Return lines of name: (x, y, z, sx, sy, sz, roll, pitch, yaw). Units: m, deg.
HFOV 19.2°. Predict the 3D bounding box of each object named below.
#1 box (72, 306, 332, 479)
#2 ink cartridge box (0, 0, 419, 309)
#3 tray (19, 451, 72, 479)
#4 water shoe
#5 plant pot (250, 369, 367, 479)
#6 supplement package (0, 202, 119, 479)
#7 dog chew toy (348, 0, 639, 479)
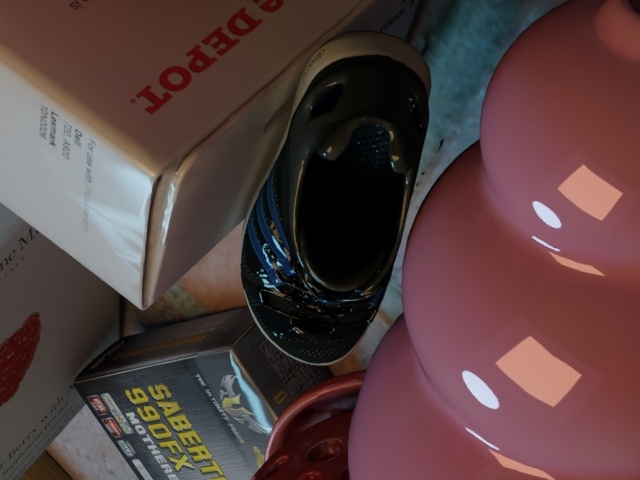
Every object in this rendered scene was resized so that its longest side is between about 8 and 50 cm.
box: (-0.036, 0.157, 1.235, 0.183, 0.056, 0.231, -14, 114, 49)
ink cartridge box: (-0.118, -0.130, 0.904, 0.278, 0.201, 0.117, 36, 147, 15)
tray: (-0.366, 0.137, 1.581, 0.411, 0.076, 0.203, 47, 147, -1)
water shoe: (0.000, 0.000, 0.842, 0.073, 0.080, 0.203, 9, 136, -1)
plant pot: (0.038, 0.180, 1.049, 0.191, 0.174, 0.191, 9, 126, 13)
supplement package: (-0.245, 0.021, 1.201, 0.175, 0.177, 0.293, 32, 149, 15)
dog chew toy: (0.121, 0.036, 0.825, 0.206, 0.206, 0.332, 28, 135, 26)
